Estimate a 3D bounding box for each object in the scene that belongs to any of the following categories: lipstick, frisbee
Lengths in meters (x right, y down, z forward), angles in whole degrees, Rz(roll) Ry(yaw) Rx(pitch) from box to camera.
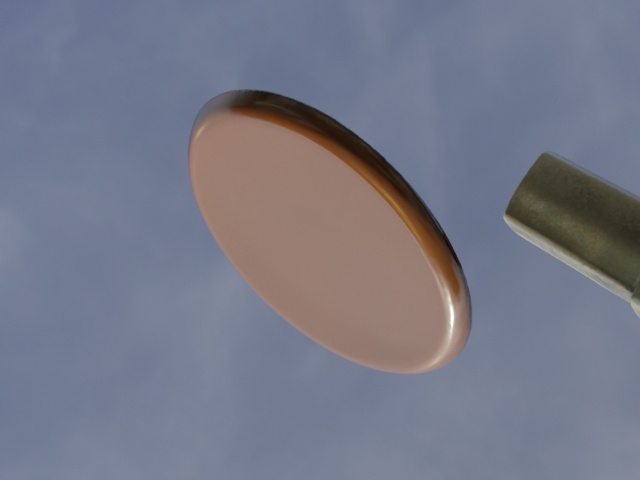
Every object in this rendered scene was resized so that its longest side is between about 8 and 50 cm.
[{"bbox_3d":[0.232,0.023,1.022,0.253,0.077,0.079,32,-88,39],"label":"lipstick"},{"bbox_3d":[0.000,0.000,1.119,0.251,0.251,0.021,31,-123,23],"label":"frisbee"}]
